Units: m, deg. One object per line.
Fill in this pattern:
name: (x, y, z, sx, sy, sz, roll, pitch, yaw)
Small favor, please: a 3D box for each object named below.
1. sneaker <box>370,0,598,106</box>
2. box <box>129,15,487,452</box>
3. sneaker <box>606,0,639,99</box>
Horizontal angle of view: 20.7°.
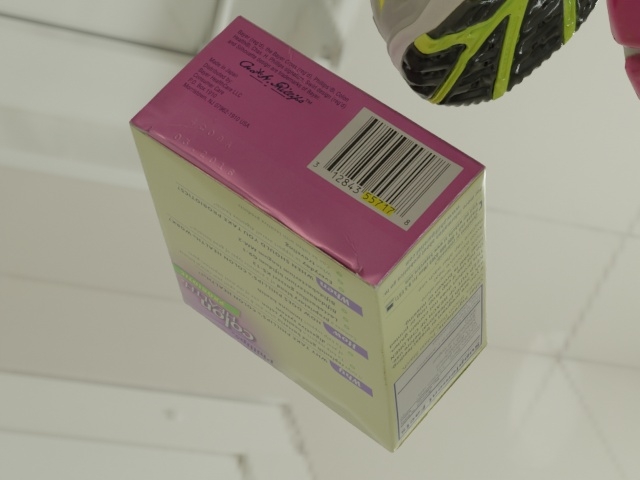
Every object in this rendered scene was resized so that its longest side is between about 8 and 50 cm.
sneaker: (0.181, -0.265, 1.196, 0.384, 0.145, 0.147, -38, -125, 8)
box: (0.000, 0.000, 1.227, 0.213, 0.117, 0.243, 34, -24, 24)
sneaker: (0.076, -0.117, 0.299, 0.103, 0.252, 0.111, 4, -122, 31)
